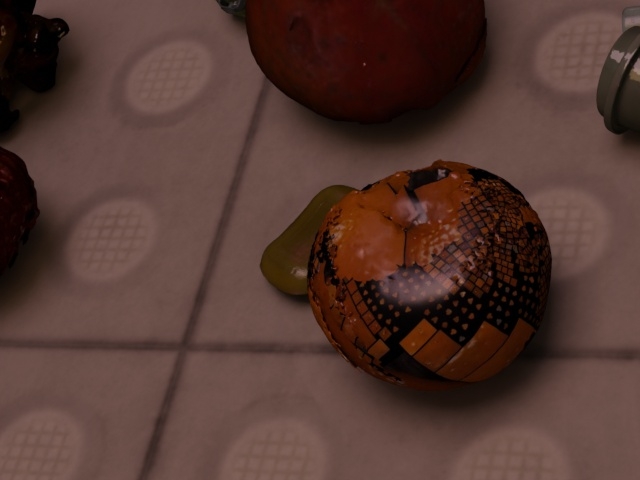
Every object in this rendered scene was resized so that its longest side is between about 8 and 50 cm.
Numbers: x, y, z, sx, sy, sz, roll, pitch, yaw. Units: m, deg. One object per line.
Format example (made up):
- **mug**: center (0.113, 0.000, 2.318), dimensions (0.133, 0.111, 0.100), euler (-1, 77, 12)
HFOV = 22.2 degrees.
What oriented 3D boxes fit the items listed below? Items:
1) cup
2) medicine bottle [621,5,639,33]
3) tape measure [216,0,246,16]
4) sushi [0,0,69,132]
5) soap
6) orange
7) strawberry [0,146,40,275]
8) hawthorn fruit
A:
- **cup**: center (0.359, -0.145, 1.620), dimensions (0.141, 0.120, 0.120), euler (25, 68, 26)
- **medicine bottle**: center (0.362, -0.228, 1.719), dimensions (0.083, 0.047, 0.047), euler (-4, 54, 22)
- **tape measure**: center (-0.076, -0.351, 1.986), dimensions (0.154, 0.087, 0.177), euler (-22, 51, 7)
- **sushi**: center (-0.422, -0.260, 1.984), dimensions (0.212, 0.227, 0.215), euler (-21, 54, 0)
- **soap**: center (0.000, 0.001, 1.711), dimensions (0.089, 0.045, 0.140), euler (33, 72, 35)
- **orange**: center (0.105, 0.037, 1.547), dimensions (0.234, 0.182, 0.234), euler (-7, 46, 7)
- **strawberry**: center (-0.460, -0.013, 1.834), dimensions (0.274, 0.220, 0.274), euler (3, 23, -1)
- **hawthorn fruit**: center (0.047, -0.291, 1.749), dimensions (0.276, 0.307, 0.276), euler (-5, 44, 5)
